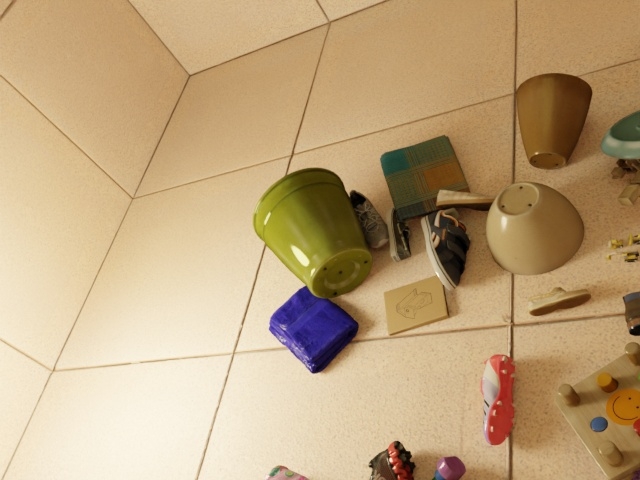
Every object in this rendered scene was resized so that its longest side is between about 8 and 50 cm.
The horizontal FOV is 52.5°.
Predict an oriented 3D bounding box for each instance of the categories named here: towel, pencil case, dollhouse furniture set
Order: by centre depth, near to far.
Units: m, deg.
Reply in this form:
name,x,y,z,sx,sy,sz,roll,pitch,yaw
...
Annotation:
name,x,y,z,sx,sy,sz,roll,pitch,yaw
pencil case,-0.039,0.718,1.760,0.284,0.124,0.124,16,64,45
dollhouse furniture set,0.911,-0.153,1.889,0.182,0.101,0.161,-49,17,-11
towel,-0.034,0.285,2.182,0.227,0.076,0.308,-46,41,-7
towel,0.373,-0.224,2.328,0.272,0.040,0.370,-16,45,6

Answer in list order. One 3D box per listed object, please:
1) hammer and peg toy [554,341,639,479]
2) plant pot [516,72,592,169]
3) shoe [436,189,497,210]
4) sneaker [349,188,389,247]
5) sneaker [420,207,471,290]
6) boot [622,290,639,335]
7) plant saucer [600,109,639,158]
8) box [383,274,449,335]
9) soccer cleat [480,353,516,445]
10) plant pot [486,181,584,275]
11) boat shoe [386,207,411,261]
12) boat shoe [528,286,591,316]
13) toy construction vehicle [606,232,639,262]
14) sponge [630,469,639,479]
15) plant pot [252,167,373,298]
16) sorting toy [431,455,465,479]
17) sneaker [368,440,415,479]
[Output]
name,x,y,z,sx,sy,sz,roll,pitch,yaw
hammer and peg toy,0.701,0.413,1.426,0.266,0.127,0.361,-35,30,10
plant pot,0.744,-0.369,2.103,0.237,0.237,0.254,-1,67,36
shoe,0.492,-0.137,2.137,0.219,0.076,0.058,2,71,15
sneaker,0.161,-0.078,2.334,0.105,0.115,0.281,-36,40,4
sneaker,0.409,0.011,2.061,0.127,0.126,0.321,-29,40,21
boot,0.868,0.155,1.621,0.219,0.082,0.106,-21,46,23
plant saucer,0.991,-0.334,1.917,0.318,0.043,0.317,-23,22,10
box,0.300,0.203,2.049,0.201,0.021,0.164,-20,44,20
soccer cleat,0.458,0.418,1.706,0.095,0.083,0.248,-34,35,55
plant pot,0.613,-0.065,1.929,0.284,0.191,0.284,-21,43,21
boat shoe,0.277,-0.025,2.238,0.070,0.078,0.219,-20,52,23
boat shoe,0.655,0.157,1.792,0.170,0.063,0.059,-19,50,24
toy construction vehicle,0.846,0.017,1.797,0.098,0.035,0.085,-5,51,34
sponge,0.738,0.520,1.424,0.210,0.031,0.117,-49,40,-11
plant pot,0.000,0.000,2.246,0.366,0.366,0.353,-36,53,4
sorting toy,0.341,0.694,1.537,0.126,0.127,0.365,-58,30,25
sneaker,0.190,0.656,1.660,0.135,0.097,0.276,-28,40,12
